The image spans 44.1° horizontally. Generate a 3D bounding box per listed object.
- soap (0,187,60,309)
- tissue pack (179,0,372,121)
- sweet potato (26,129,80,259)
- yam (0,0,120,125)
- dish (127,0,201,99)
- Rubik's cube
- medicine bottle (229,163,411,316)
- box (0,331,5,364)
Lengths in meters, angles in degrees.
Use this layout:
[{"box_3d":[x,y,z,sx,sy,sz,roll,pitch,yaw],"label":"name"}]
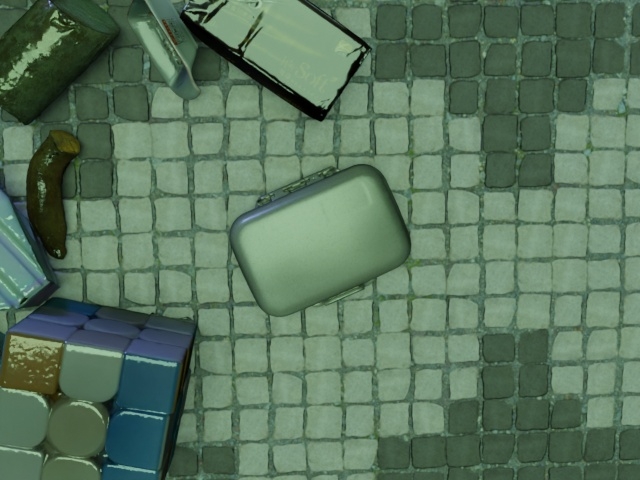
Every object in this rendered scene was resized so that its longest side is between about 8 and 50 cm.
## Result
[{"box_3d":[-0.767,-0.015,1.652,0.446,0.156,0.261,44,72,0],"label":"soap"},{"box_3d":[-0.097,-0.427,1.656,0.370,0.210,0.198,34,102,-7],"label":"tissue pack"},{"box_3d":[-0.585,-0.098,1.725,0.112,0.085,0.286,2,97,-8],"label":"sweet potato"},{"box_3d":[-0.581,-0.390,1.655,0.304,0.168,0.168,-44,97,4],"label":"yam"},{"box_3d":[-0.315,-0.414,1.684,0.064,0.154,0.234,-34,98,-24],"label":"dish"},{"box_3d":[-0.465,0.337,1.654,0.346,0.346,0.345,10,96,-4],"label":"Rubik's cube"},{"box_3d":[0.000,0.000,1.749,0.375,0.123,0.282,-24,99,-1],"label":"medicine bottle"},{"box_3d":[-0.749,0.241,1.728,0.232,0.142,0.083,40,94,-7],"label":"box"}]
